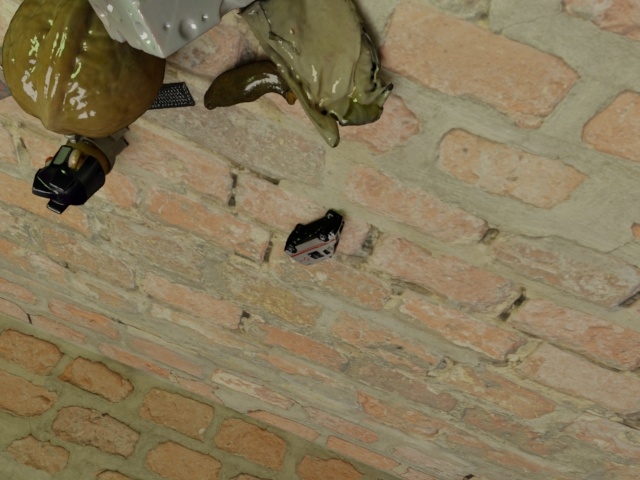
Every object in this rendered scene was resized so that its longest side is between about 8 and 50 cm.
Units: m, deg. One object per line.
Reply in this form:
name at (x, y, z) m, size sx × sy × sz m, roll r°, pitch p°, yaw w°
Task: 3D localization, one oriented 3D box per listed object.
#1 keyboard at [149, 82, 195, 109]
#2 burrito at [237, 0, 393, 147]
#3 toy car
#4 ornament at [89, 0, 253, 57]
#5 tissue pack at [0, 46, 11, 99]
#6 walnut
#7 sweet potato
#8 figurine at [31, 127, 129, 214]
keyboard at (-0.401, -0.346, 1.439) m, size 0.202 × 0.011 × 0.067 m, roll 2°, pitch 136°, yaw 24°
burrito at (-0.004, -0.355, 1.131) m, size 0.135 × 0.190 × 0.332 m, roll 31°, pitch 160°, yaw 56°
toy car at (0.000, 0.000, 1.592) m, size 0.108 × 0.089 × 0.209 m, roll 42°, pitch 140°, yaw -24°
ornament at (-0.266, -0.479, 0.965) m, size 0.239 × 0.239 × 0.240 m, roll 32°, pitch 155°, yaw 44°
tissue pack at (-0.824, -0.423, 1.514) m, size 0.148 × 0.060 × 0.109 m, roll -5°, pitch 136°, yaw 31°
walnut at (-0.474, -0.362, 1.201) m, size 0.332 × 0.333 × 0.333 m, roll 13°, pitch 141°, yaw 11°
sweet potato at (-0.157, -0.326, 1.285) m, size 0.285 × 0.085 × 0.112 m, roll -7°, pitch 138°, yaw 33°
figurine at (-0.600, -0.200, 1.495) m, size 0.143 × 0.308 × 0.308 m, roll 8°, pitch 140°, yaw 10°
